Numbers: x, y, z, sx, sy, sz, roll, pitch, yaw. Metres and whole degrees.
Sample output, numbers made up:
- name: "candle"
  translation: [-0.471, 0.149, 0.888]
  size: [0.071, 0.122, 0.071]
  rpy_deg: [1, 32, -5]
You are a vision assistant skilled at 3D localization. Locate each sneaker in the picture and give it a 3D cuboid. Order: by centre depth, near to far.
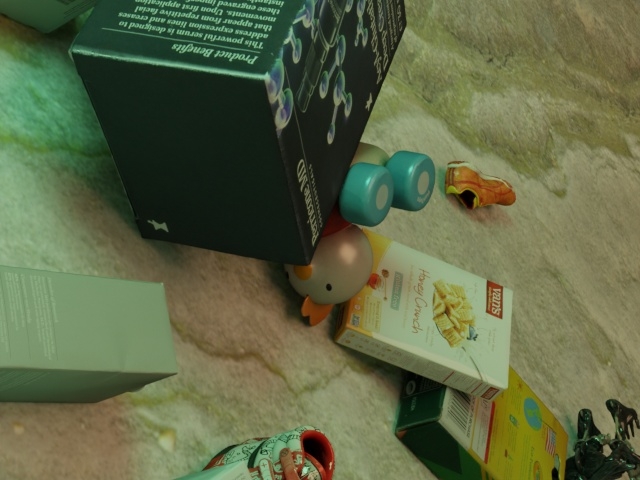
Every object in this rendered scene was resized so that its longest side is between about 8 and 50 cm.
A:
- name: "sneaker"
  translation: [-0.086, 0.274, 1.340]
  size: [0.270, 0.145, 0.090]
  rpy_deg: [-37, 104, -56]
- name: "sneaker"
  translation: [0.253, -0.077, 2.116]
  size: [0.175, 0.064, 0.067]
  rpy_deg: [17, 79, -45]

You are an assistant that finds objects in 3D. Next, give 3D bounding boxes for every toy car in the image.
- name: "toy car"
  translation: [0.000, 0.000, 1.617]
  size: [0.210, 0.219, 0.237]
  rpy_deg: [-20, 117, -57]

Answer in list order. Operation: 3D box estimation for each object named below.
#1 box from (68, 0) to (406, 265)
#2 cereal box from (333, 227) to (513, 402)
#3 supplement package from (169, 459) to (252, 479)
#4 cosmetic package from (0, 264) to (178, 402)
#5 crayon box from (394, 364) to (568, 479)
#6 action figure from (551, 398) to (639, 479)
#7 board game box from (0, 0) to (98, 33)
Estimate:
- name: "box"
  translation: [-0.066, -0.224, 1.428]
  size: [0.293, 0.212, 0.395]
  rpy_deg: [78, 28, -52]
- name: "cereal box"
  translation: [0.143, 0.100, 1.762]
  size: [0.240, 0.047, 0.173]
  rpy_deg: [21, 49, -13]
- name: "supplement package"
  translation: [-0.185, 0.308, 1.070]
  size: [0.204, 0.262, 0.145]
  rpy_deg: [-27, 94, -56]
- name: "cosmetic package"
  translation: [-0.258, 0.091, 1.212]
  size: [0.238, 0.127, 0.107]
  rpy_deg: [7, 66, -56]
- name: "crayon box"
  translation: [0.238, 0.275, 1.865]
  size: [0.318, 0.081, 0.202]
  rpy_deg: [47, 39, -29]
- name: "action figure"
  translation: [0.438, 0.361, 2.040]
  size: [0.141, 0.164, 0.275]
  rpy_deg: [57, 29, -9]
- name: "board game box"
  translation: [-0.303, -0.388, 1.395]
  size: [0.142, 0.144, 0.275]
  rpy_deg: [20, 56, -49]
